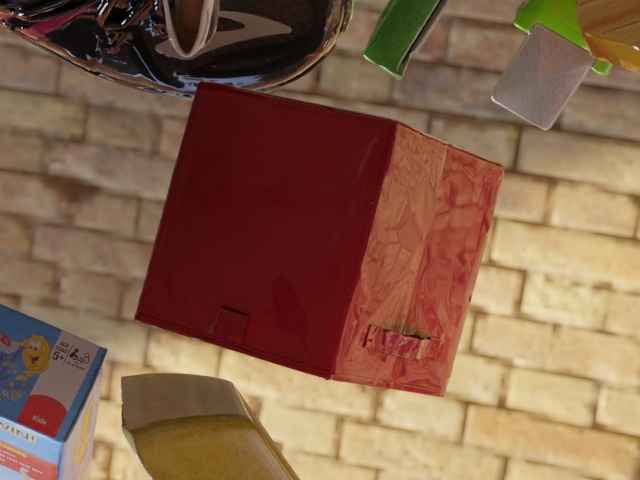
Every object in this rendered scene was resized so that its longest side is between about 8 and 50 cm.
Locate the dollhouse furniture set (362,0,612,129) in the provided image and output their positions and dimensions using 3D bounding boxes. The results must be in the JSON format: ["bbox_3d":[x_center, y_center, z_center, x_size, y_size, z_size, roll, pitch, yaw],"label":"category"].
[{"bbox_3d":[0.183,-0.238,1.621,0.197,0.151,0.301,29,-150,-4],"label":"dollhouse furniture set"}]

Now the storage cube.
[{"bbox_3d":[0.000,0.000,1.329,0.215,0.193,0.184,15,180,34],"label":"storage cube"}]

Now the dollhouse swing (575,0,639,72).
[{"bbox_3d":[0.301,-0.325,1.117,0.305,0.315,0.347,-6,-134,7],"label":"dollhouse swing"}]

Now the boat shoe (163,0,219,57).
[{"bbox_3d":[-0.097,-0.201,1.252,0.049,0.137,0.043,6,-148,11],"label":"boat shoe"}]

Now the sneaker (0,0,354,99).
[{"bbox_3d":[-0.193,-0.216,1.325,0.483,0.185,0.202,15,-168,-23],"label":"sneaker"}]

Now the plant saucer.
[{"bbox_3d":[-0.029,0.237,1.334,0.081,0.333,0.333,-35,-174,-5],"label":"plant saucer"}]

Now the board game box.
[{"bbox_3d":[-0.340,0.124,1.435,0.308,0.086,0.302,23,152,1],"label":"board game box"}]
